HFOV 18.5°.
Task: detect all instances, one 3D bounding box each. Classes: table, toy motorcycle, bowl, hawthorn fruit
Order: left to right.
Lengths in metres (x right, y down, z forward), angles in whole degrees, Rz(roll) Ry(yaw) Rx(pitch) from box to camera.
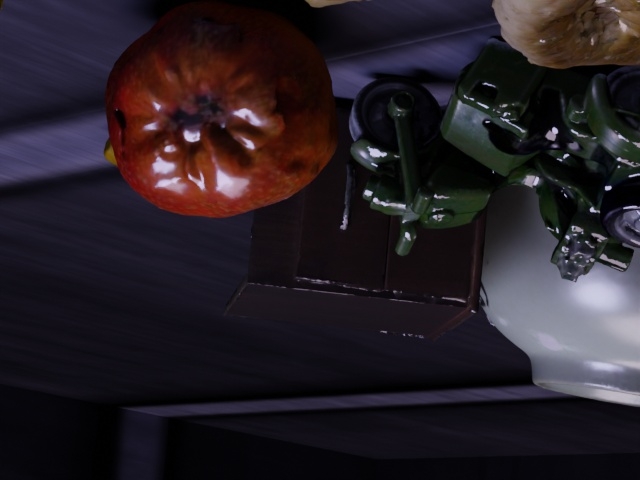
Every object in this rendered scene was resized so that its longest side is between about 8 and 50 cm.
[{"bbox_3d":[-0.066,-0.097,1.423,0.173,0.173,0.179,-8,-172,45],"label":"hawthorn fruit"},{"bbox_3d":[0.030,-0.018,1.673,0.193,0.169,0.172,8,167,-8],"label":"table"},{"bbox_3d":[0.155,-0.066,1.474,0.275,0.127,0.205,19,152,2],"label":"toy motorcycle"},{"bbox_3d":[0.291,0.053,1.772,0.354,0.185,0.354,10,173,1],"label":"bowl"}]

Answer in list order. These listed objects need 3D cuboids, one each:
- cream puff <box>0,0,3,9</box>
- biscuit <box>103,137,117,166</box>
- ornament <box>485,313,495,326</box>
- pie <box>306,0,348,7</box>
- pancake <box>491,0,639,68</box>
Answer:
[{"bbox_3d":[-0.261,-0.166,1.243,0.146,0.116,0.146,2,165,1],"label":"cream puff"},{"bbox_3d":[-0.128,-0.063,1.826,0.174,0.039,0.183,8,166,-20],"label":"biscuit"},{"bbox_3d":[0.291,0.066,2.151,0.251,0.106,0.260,11,176,2],"label":"ornament"},{"bbox_3d":[0.089,-0.193,1.086,0.282,0.068,0.128,-11,169,32],"label":"pie"},{"bbox_3d":[0.251,-0.165,1.082,0.356,0.065,0.356,-13,167,-3],"label":"pancake"}]
